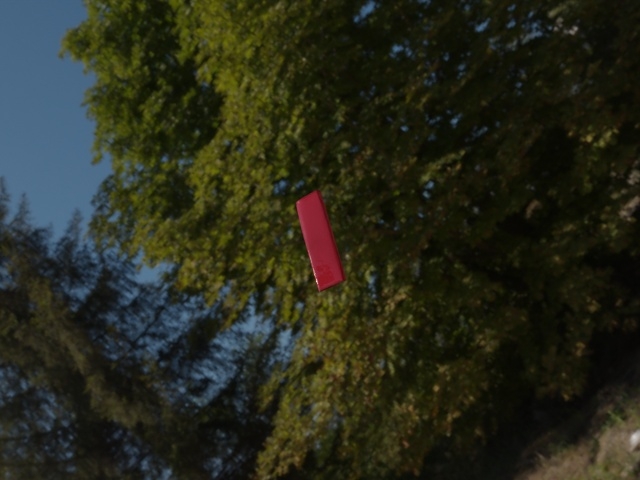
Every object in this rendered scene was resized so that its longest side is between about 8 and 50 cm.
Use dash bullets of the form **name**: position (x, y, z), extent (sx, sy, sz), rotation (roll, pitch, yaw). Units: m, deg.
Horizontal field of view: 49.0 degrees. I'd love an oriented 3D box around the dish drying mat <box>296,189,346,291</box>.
- **dish drying mat**: position (0.000, 0.000, 0.607), extent (0.032, 0.083, 0.008), rotation (-26, -16, 37)
